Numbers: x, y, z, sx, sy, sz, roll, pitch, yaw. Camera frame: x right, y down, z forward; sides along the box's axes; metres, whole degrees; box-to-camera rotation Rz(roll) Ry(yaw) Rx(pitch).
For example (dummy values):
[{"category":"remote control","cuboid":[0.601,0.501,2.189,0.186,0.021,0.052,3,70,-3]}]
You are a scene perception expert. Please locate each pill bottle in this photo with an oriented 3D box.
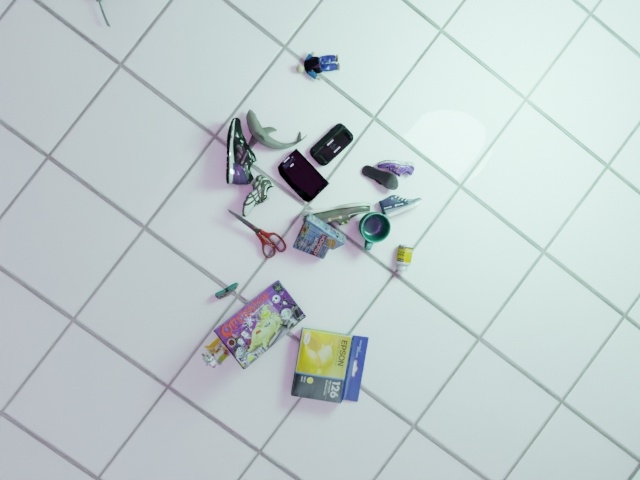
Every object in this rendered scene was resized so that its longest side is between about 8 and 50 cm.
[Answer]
[{"category":"pill bottle","cuboid":[0.372,0.077,1.991,0.065,0.065,0.116,9,91,-4]}]

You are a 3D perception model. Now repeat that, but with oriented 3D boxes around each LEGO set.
[{"category":"LEGO set","cuboid":[-0.375,0.451,1.932,0.287,0.132,0.107,-31,113,-27]}]

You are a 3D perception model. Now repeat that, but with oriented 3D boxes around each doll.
[{"category":"doll","cuboid":[-0.012,-0.761,1.956,0.189,0.046,0.128,-10,91,-4]}]

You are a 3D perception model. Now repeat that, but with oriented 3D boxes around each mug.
[{"category":"mug","cuboid":[0.223,-0.052,1.959,0.158,0.097,0.129,-39,101,2]}]

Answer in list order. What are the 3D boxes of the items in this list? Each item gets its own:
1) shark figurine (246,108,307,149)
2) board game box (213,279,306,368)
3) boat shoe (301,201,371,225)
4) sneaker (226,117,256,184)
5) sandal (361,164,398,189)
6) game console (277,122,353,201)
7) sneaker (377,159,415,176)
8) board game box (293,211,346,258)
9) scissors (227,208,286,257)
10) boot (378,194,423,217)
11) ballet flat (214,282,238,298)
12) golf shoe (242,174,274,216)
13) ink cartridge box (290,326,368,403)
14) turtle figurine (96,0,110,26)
[{"category":"shark figurine","cuboid":[-0.211,-0.440,1.919,0.279,0.116,0.166,22,91,-2]},{"category":"board game box","cuboid":[-0.251,0.351,1.899,0.347,0.056,0.208,-39,90,-26]},{"category":"boat shoe","cuboid":[0.073,-0.107,1.949,0.305,0.109,0.091,-9,92,2]},{"category":"sneaker","cuboid":[-0.338,-0.381,1.929,0.124,0.107,0.283,1,95,-19]},{"category":"sandal","cuboid":[0.269,-0.281,1.994,0.179,0.040,0.067,29,85,11]},{"category":"game console","cuboid":[0.001,-0.357,1.969,0.361,0.044,0.213,-43,95,-2]},{"category":"sneaker","cuboid":[0.334,-0.319,1.982,0.170,0.068,0.071,7,98,-4]},{"category":"board game box","cuboid":[0.000,0.000,1.914,0.194,0.060,0.194,22,127,-6]},{"category":"scissors","cuboid":[-0.270,-0.050,1.944,0.109,0.021,0.297,-37,103,3]},{"category":"boot","cuboid":[0.357,-0.171,1.982,0.190,0.069,0.086,-22,95,-1]},{"category":"ballet flat","cuboid":[-0.404,0.224,1.959,0.114,0.041,0.041,-27,93,-3]},{"category":"golf shoe","cuboid":[-0.272,-0.182,1.936,0.094,0.077,0.198,26,90,-4]},{"category":"ink cartridge box","cuboid":[0.044,0.557,1.979,0.308,0.072,0.303,9,90,-2]},{"category":"turtle figurine","cuboid":[-0.926,-1.089,1.813,0.266,0.198,0.274,30,85,0]}]
